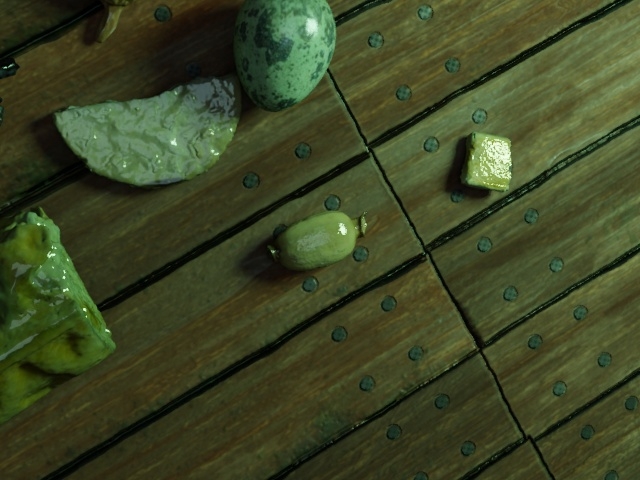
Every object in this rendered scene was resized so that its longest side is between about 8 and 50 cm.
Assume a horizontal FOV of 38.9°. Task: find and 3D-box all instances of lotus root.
[{"bbox_3d":[0.000,0.000,1.235,0.150,0.062,0.073,-18,97,-9],"label":"lotus root"}]

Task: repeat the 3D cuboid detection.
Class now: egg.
[{"bbox_3d":[-0.049,-0.252,1.175,0.132,0.132,0.172,10,103,-12],"label":"egg"}]

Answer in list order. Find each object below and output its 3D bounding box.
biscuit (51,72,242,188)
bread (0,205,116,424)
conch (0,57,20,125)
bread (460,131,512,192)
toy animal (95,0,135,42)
[{"bbox_3d":[-0.215,-0.136,1.196,0.249,0.032,0.133,-15,96,-11],"label":"biscuit"},{"bbox_3d":[-0.401,0.103,1.097,0.252,0.239,0.196,-25,58,-13],"label":"bread"},{"bbox_3d":[-0.500,-0.123,1.072,0.313,0.186,0.241,-54,130,-22],"label":"conch"},{"bbox_3d":[0.237,-0.112,1.294,0.070,0.035,0.083,6,86,-13],"label":"bread"},{"bbox_3d":[-0.249,-0.341,1.098,0.104,0.185,0.184,13,91,-14],"label":"toy animal"}]
